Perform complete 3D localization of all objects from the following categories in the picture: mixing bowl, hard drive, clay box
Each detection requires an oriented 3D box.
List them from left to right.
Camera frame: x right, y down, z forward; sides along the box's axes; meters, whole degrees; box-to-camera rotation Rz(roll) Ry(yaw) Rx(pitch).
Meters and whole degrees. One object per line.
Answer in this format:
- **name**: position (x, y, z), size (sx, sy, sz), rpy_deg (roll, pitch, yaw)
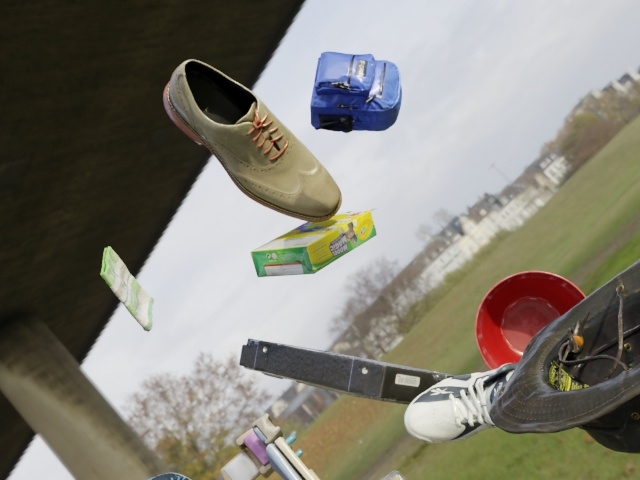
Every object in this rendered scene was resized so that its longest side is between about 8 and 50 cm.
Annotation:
- **clay box**: position (0.000, 0.000, 1.351), size (0.127, 0.053, 0.222), rpy_deg (-5, 15, 39)
- **hard drive**: position (0.049, 0.238, 1.420), size (0.236, 0.338, 0.064), rpy_deg (18, -100, -47)
- **mixing bowl**: position (0.335, 0.138, 1.238), size (0.181, 0.181, 0.098), rpy_deg (-46, -10, 7)

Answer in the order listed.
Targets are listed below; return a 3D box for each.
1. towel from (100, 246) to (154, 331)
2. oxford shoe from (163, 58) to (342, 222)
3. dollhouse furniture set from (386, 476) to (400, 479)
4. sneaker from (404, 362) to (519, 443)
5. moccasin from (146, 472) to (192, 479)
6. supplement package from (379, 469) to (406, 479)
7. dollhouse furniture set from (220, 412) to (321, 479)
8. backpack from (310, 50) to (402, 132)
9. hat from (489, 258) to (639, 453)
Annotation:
- **towel**: position (-0.366, 0.091, 1.505), size (0.023, 0.152, 0.113), rpy_deg (-29, 29, 3)
- **oxford shoe**: position (-0.103, -0.153, 1.258), size (0.123, 0.348, 0.130), rpy_deg (-57, 8, -17)
- **dollhouse furniture set**: position (0.076, 0.423, 1.068), size (0.123, 0.144, 0.151), rpy_deg (-22, 29, 6)
- **sneaker**: position (0.227, 0.221, 1.087), size (0.234, 0.094, 0.153), rpy_deg (-9, -18, 8)
- **moccasin**: position (-0.074, 0.389, 0.840), size (0.116, 0.342, 0.137), rpy_deg (-22, 15, 48)
- **supplement package**: position (0.081, 0.604, 1.532), size (0.293, 0.175, 0.177), rpy_deg (-34, -21, -2)
- **dollhouse furniture set**: position (-0.081, 0.414, 1.209), size (0.198, 0.286, 0.303), rpy_deg (-39, -22, -15)
- **backpack**: position (0.050, -0.199, 1.059), size (0.101, 0.120, 0.098), rpy_deg (87, -169, -69)
- **hat**: position (0.341, 0.128, 0.802), size (0.331, 0.134, 0.331), rpy_deg (-39, 0, 0)
